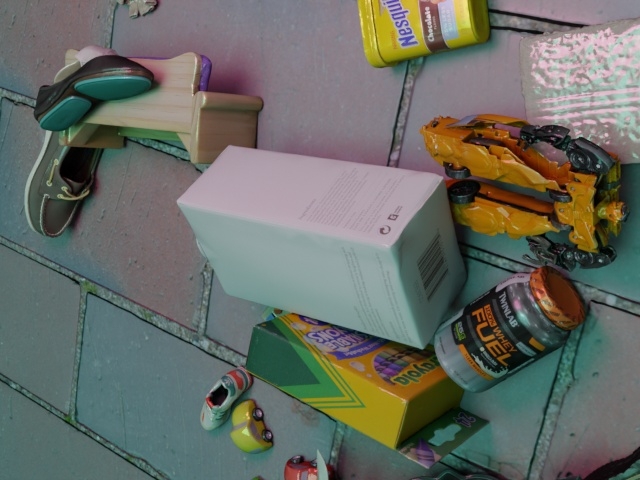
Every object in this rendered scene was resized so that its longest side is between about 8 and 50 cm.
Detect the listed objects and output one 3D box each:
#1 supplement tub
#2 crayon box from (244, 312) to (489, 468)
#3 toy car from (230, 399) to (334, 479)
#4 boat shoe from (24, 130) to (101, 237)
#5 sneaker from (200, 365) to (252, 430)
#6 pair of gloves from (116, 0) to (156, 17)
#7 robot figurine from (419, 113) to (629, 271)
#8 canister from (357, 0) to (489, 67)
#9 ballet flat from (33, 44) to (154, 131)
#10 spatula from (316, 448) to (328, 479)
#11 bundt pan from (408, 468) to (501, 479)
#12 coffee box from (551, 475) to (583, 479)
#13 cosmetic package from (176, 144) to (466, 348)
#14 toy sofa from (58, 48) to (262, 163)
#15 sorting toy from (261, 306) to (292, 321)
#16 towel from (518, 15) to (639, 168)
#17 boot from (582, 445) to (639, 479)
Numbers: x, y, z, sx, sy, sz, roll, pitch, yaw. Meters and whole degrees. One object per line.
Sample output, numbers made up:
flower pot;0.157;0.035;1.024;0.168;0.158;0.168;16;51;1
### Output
supplement tub;0.260;0.121;1.160;0.190;0.117;0.117;-41;74;33
crayon box;0.077;0.198;1.250;0.323;0.203;0.083;23;110;30
toy car;-0.105;0.435;1.511;0.239;0.053;0.225;35;116;26
boat shoe;-0.503;-0.134;1.664;0.091;0.109;0.305;33;112;32
sneaker;-0.192;0.295;1.535;0.057;0.075;0.161;49;121;19
pair of gloves;-0.305;-0.523;1.499;0.240;0.042;0.204;-14;90;37
robot figurine;0.267;-0.074;1.095;0.291;0.085;0.211;19;135;40
canister;0.146;-0.323;1.194;0.170;0.073;0.126;-5;95;34
ballet flat;-0.386;-0.266;1.392;0.281;0.095;0.096;-15;73;35
spatula;0.024;0.485;1.372;0.168;0.019;0.242;-133;37;-54
bundt pan;0.196;0.503;1.193;0.331;0.124;0.330;-1;86;14
coffee box;0.352;0.391;1.124;0.184;0.040;0.113;44;138;-14
cosmetic package;0.000;0.000;1.248;0.385;0.156;0.217;15;142;34
toy sofa;-0.286;-0.235;1.468;0.363;0.150;0.177;9;98;34
sorting toy;-0.065;0.127;1.456;0.062;0.012;0.083;52;123;18
towel;0.389;-0.188;1.060;0.282;0.049;0.187;-1;96;37
boot;0.430;0.357;1.111;0.198;0.077;0.137;-42;80;35
